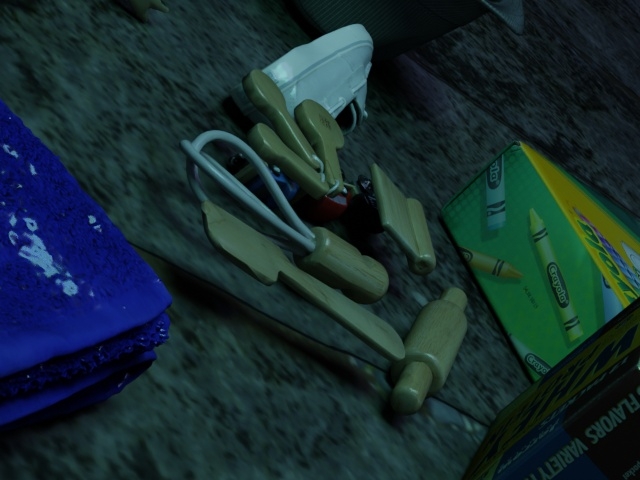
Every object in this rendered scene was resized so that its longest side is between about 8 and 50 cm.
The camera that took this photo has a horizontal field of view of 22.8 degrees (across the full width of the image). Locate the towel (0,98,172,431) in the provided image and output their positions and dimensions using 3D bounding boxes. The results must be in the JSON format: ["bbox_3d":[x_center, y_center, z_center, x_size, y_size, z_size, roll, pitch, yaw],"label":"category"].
[{"bbox_3d":[-0.191,-0.060,0.543,0.308,0.076,0.228,49,19,9],"label":"towel"}]

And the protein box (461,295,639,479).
[{"bbox_3d":[0.185,0.150,0.801,0.200,0.136,0.201,48,19,3],"label":"protein box"}]

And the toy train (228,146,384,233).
[{"bbox_3d":[-0.001,-0.028,0.936,0.158,0.027,0.036,15,46,-54],"label":"toy train"}]

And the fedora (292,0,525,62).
[{"bbox_3d":[0.042,-0.224,1.249,0.244,0.124,0.275,39,23,-22],"label":"fedora"}]

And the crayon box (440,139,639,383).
[{"bbox_3d":[0.206,0.074,1.069,0.165,0.081,0.278,27,27,-43],"label":"crayon box"}]

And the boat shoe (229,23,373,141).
[{"bbox_3d":[0.001,-0.095,1.022,0.063,0.066,0.184,60,17,-4],"label":"boat shoe"}]

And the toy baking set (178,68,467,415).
[{"bbox_3d":[0.005,0.005,0.854,0.197,0.030,0.256,48,22,-8],"label":"toy baking set"}]

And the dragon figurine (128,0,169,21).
[{"bbox_3d":[-0.138,-0.229,0.960,0.289,0.085,0.144,31,25,-38],"label":"dragon figurine"}]
